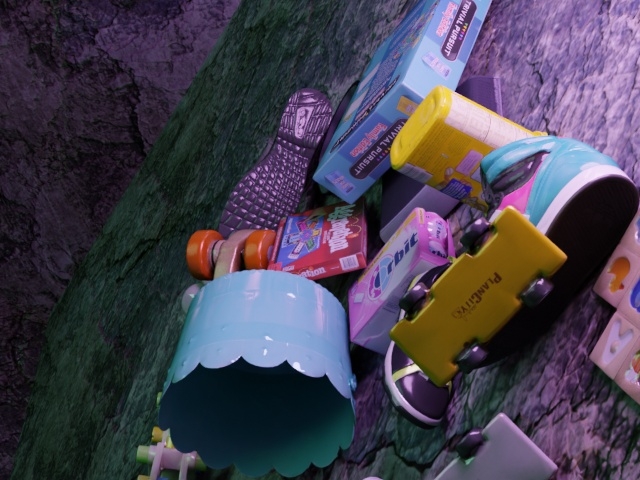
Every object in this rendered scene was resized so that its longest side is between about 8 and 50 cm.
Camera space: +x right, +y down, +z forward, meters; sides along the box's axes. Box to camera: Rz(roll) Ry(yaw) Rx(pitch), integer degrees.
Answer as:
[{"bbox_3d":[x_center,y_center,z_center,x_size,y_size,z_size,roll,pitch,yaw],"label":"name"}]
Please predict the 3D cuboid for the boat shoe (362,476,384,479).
[{"bbox_3d":[0.021,0.405,1.418,0.258,0.095,0.084,-56,15,-3],"label":"boat shoe"}]

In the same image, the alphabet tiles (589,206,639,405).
[{"bbox_3d":[0.371,-0.001,1.084,0.342,0.011,0.285,-62,20,10],"label":"alphabet tiles"}]

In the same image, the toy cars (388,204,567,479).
[{"bbox_3d":[0.162,0.159,1.205,0.087,0.177,0.393,-6,-82,-70],"label":"toy cars"}]

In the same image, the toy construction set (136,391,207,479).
[{"bbox_3d":[-0.238,0.328,2.065,0.215,0.151,0.327,99,-168,-61],"label":"toy construction set"}]

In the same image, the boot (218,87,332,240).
[{"bbox_3d":[-0.075,-0.113,2.197,0.338,0.118,0.223,-58,0,-9],"label":"boot"}]

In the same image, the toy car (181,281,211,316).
[{"bbox_3d":[-0.150,0.108,2.144,0.136,0.159,0.182,53,123,28],"label":"toy car"}]

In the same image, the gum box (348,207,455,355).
[{"bbox_3d":[0.112,0.054,1.609,0.188,0.062,0.107,-53,24,33],"label":"gum box"}]

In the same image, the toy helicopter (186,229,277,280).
[{"bbox_3d":[-0.118,0.158,1.928,0.140,0.235,0.355,0,74,26],"label":"toy helicopter"}]

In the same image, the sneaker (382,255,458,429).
[{"bbox_3d":[0.138,0.115,1.441,0.097,0.084,0.234,-44,29,44],"label":"sneaker"}]

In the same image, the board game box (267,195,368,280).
[{"bbox_3d":[0.000,0.000,1.790,0.281,0.145,0.027,-82,-23,-71],"label":"board game box"}]

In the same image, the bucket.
[{"bbox_3d":[-0.081,0.187,1.655,0.281,0.281,0.183,-49,25,40],"label":"bucket"}]

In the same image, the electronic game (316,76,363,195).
[{"bbox_3d":[0.050,-0.187,2.073,0.229,0.048,0.229,-158,90,-78],"label":"electronic game"}]

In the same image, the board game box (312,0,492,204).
[{"bbox_3d":[0.132,-0.245,1.782,0.254,0.079,0.336,-44,16,47],"label":"board game box"}]

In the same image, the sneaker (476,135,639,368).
[{"bbox_3d":[0.212,-0.005,1.322,0.295,0.124,0.178,-49,29,22],"label":"sneaker"}]

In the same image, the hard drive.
[{"bbox_3d":[0.166,-0.109,1.673,0.254,0.054,0.172,-48,26,41],"label":"hard drive"}]

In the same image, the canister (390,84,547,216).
[{"bbox_3d":[0.186,-0.105,1.442,0.126,0.170,0.073,-53,24,33],"label":"canister"}]

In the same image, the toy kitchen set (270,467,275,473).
[{"bbox_3d":[-0.061,0.314,1.817,0.068,0.075,0.083,-30,61,-4],"label":"toy kitchen set"}]
